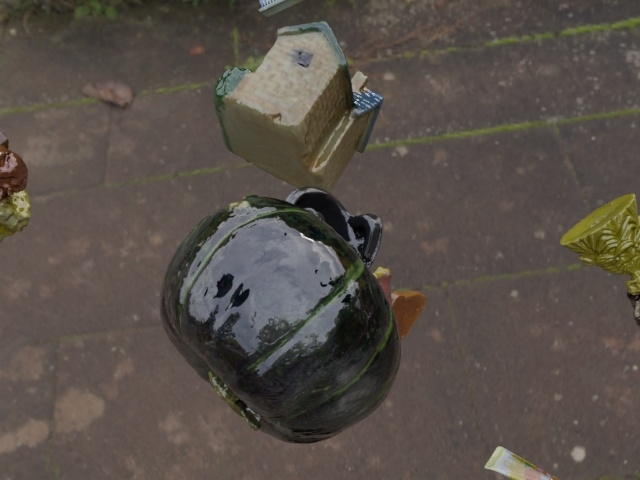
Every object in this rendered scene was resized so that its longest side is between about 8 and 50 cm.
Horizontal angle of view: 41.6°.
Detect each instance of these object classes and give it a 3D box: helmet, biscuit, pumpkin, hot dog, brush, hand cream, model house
[{"bbox_3d":[0.000,0.000,1.607,0.189,0.193,0.216,3,56,-39],"label":"helmet"},{"bbox_3d":[0.140,0.179,1.746,0.043,0.183,0.280,22,38,25],"label":"biscuit"},{"bbox_3d":[-0.046,0.097,1.040,0.241,0.323,0.323,-41,58,-18],"label":"pumpkin"},{"bbox_3d":[-0.341,-0.072,0.752,0.213,0.146,0.103,17,54,30],"label":"hot dog"},{"bbox_3d":[-0.032,-0.456,1.541,0.178,0.033,0.030,-19,67,20],"label":"brush"},{"bbox_3d":[0.217,0.241,0.844,0.102,0.022,0.035,26,46,25],"label":"hand cream"},{"bbox_3d":[-0.050,-0.369,2.167,0.334,0.382,0.343,29,75,15],"label":"model house"}]

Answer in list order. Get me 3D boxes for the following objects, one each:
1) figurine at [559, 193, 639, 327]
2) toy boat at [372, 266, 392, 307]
[{"bbox_3d":[0.711,0.077,1.902,0.187,0.168,0.315,-39,96,-25],"label":"figurine"},{"bbox_3d":[0.030,0.160,1.326,0.099,0.141,0.318,27,61,35],"label":"toy boat"}]
